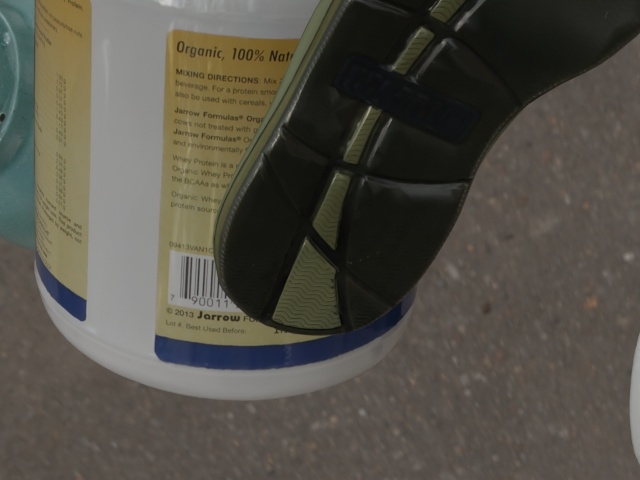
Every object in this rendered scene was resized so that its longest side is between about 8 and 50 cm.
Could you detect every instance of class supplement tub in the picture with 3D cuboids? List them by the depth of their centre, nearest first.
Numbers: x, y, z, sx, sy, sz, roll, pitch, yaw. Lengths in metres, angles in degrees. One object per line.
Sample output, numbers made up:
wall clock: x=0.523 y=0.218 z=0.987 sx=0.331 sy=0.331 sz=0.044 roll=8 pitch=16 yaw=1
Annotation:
supplement tub: x=-0.043 y=-0.097 z=0.895 sx=0.228 sy=0.316 sz=0.228 roll=5 pitch=29 yaw=-3

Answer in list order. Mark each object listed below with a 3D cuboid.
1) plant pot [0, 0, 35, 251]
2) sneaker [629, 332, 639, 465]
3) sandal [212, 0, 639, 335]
plant pot: x=-0.281 y=-0.130 z=1.578 sx=0.293 sy=0.196 sz=0.293 roll=-8 pitch=78 yaw=38
sneaker: x=0.308 y=0.163 z=1.093 sx=0.147 sy=0.296 sz=0.104 roll=7 pitch=42 yaw=42
sandal: x=0.049 y=-0.091 z=0.683 sx=0.303 sy=0.120 sz=0.086 roll=-50 pitch=18 yaw=24
